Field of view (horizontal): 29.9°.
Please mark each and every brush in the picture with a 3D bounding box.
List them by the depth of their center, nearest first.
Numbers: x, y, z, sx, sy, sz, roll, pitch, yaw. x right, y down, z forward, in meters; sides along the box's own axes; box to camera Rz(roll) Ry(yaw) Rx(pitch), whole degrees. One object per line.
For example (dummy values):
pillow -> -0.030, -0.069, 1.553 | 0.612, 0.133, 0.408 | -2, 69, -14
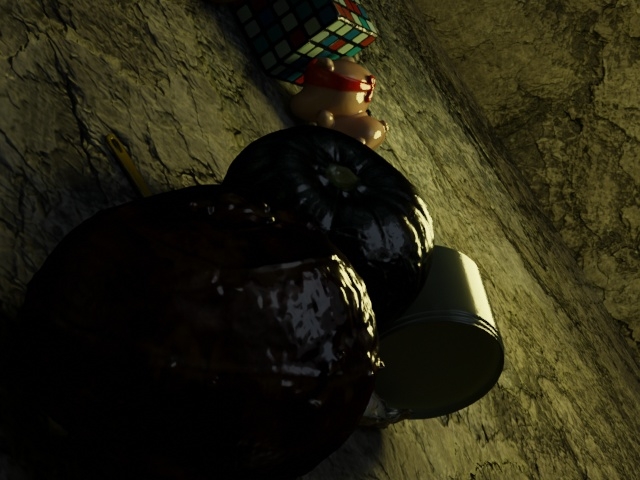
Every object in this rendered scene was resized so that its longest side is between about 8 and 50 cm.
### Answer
brush -> -0.215, -0.048, 1.516 | 0.205, 0.011, 0.083 | 58, 21, 5

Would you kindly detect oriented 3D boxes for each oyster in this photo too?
oyster -> 0.040, 0.223, 1.668 | 0.200, 0.061, 0.106 | 46, 40, -22

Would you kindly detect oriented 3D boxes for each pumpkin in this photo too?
pumpkin -> 0.000, 0.000, 1.612 | 0.315, 0.238, 0.315 | 20, 30, -12

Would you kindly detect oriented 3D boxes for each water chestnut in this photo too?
water chestnut -> -0.111, 0.111, 1.149 | 0.350, 0.302, 0.350 | 14, 22, -6

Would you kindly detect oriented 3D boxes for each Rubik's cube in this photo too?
Rubik's cube -> -0.034, -0.418, 2.239 | 0.187, 0.182, 0.184 | 62, 21, 13

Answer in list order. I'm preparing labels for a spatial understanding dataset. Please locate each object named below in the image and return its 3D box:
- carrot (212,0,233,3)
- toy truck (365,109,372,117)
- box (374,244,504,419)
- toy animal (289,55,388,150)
carrot -> -0.194, -0.453, 2.091 | 0.072, 0.072, 0.205 | 63, 19, 16
toy truck -> 0.064, -0.209, 2.332 | 0.077, 0.076, 0.111 | 102, -25, -54
box -> 0.146, 0.137, 1.760 | 0.226, 0.226, 0.149 | 41, 26, -37
toy animal -> 0.035, -0.244, 2.194 | 0.171, 0.171, 0.198 | -11, 82, -69
